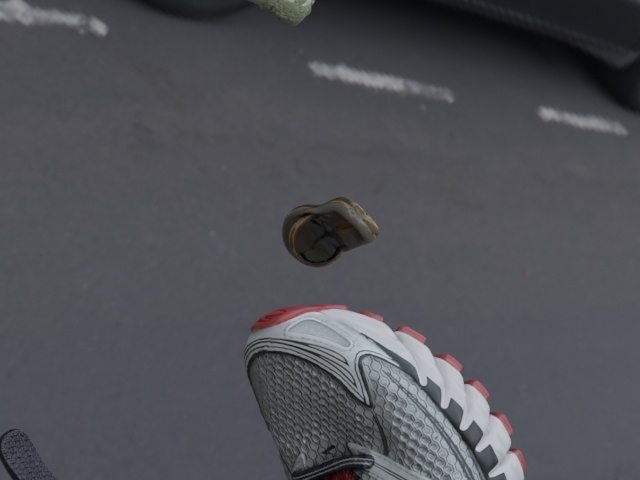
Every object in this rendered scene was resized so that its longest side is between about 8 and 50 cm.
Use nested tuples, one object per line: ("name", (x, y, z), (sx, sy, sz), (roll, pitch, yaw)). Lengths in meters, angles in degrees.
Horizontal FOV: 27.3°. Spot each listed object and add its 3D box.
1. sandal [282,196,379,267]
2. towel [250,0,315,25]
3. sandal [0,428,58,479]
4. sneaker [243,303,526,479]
("sandal", (0.000, 0.000, 1.336), (0.072, 0.180, 0.049), (43, 69, -12))
("towel", (-0.030, -0.241, 0.956), (0.110, 0.148, 0.027), (20, 4, -28))
("sandal", (-0.410, 0.348, 1.879), (0.067, 0.040, 0.179), (-36, 107, -41))
("sneaker", (0.032, 0.127, 0.472), (0.092, 0.088, 0.225), (-28, 91, -42))
